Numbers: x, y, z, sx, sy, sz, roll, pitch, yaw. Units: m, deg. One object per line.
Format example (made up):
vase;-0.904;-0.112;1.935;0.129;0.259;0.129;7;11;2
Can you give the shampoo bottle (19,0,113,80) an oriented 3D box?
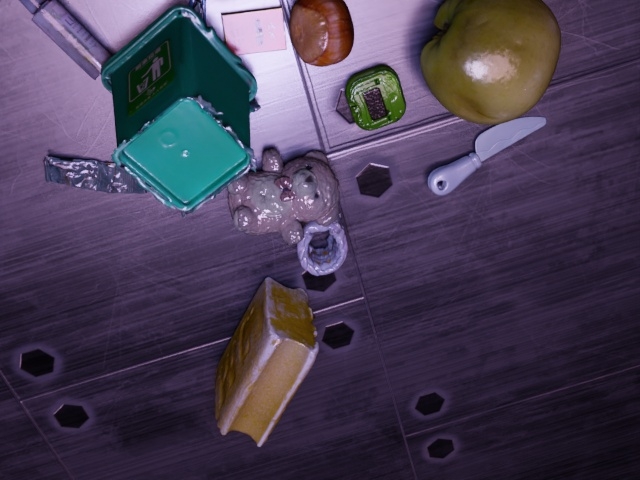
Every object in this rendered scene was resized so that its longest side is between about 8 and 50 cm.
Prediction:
shampoo bottle;-0.524;-0.431;1.340;0.072;0.072;0.214;-38;117;12

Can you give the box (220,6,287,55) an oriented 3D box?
box;-0.143;-0.453;1.413;0.134;0.023;0.090;-7;121;-4

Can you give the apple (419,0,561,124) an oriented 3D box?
apple;0.369;-0.395;1.405;0.258;0.233;0.295;19;113;-21

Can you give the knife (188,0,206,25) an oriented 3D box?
knife;-0.258;-0.524;1.355;0.044;0.026;0.296;6;118;1

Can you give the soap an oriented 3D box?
soap;-0.143;0.308;1.676;0.156;0.293;0.335;23;113;-17

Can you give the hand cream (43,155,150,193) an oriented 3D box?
hand cream;-0.510;-0.146;1.506;0.248;0.052;0.075;6;116;-12

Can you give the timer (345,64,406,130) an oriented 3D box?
timer;0.129;-0.327;1.510;0.128;0.047;0.140;-20;119;3

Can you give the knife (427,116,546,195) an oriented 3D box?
knife;0.408;-0.227;1.619;0.331;0.044;0.080;-35;111;4

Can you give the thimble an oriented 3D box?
thimble;0.002;0.002;1.631;0.127;0.118;0.151;-7;119;-3

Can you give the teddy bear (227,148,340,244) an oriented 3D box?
teddy bear;-0.086;-0.103;1.535;0.267;0.151;0.235;-12;81;4

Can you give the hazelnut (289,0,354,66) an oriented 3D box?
hazelnut;0.010;-0.446;1.379;0.150;0.150;0.150;-4;119;-7

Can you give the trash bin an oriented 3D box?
trash bin;-0.262;-0.243;1.293;0.259;0.381;0.295;-34;128;15
